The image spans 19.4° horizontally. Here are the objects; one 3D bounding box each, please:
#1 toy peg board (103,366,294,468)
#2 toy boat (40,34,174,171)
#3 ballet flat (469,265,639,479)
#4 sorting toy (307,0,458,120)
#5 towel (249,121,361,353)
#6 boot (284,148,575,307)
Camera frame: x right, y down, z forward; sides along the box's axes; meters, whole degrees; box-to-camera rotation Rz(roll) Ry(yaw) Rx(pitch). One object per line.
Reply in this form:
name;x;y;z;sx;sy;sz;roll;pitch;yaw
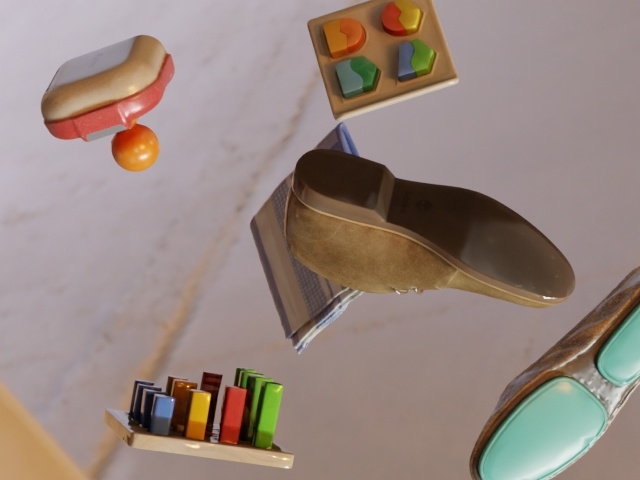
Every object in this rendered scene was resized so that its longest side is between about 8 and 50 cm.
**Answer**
toy peg board;-0.117;0.163;1.847;0.161;0.161;0.079;-169;-91;-74
toy boat;-0.244;-0.155;2.292;0.151;0.151;0.231;-18;-161;9
ballet flat;0.274;0.141;1.965;0.316;0.107;0.106;-41;-161;1
sorting toy;0.089;-0.286;2.790;0.193;0.038;0.208;-18;-124;4
towel;0.000;0.000;2.463;0.034;0.209;0.285;-7;157;-32
boot;0.108;0.011;1.916;0.112;0.305;0.115;-64;173;-51
